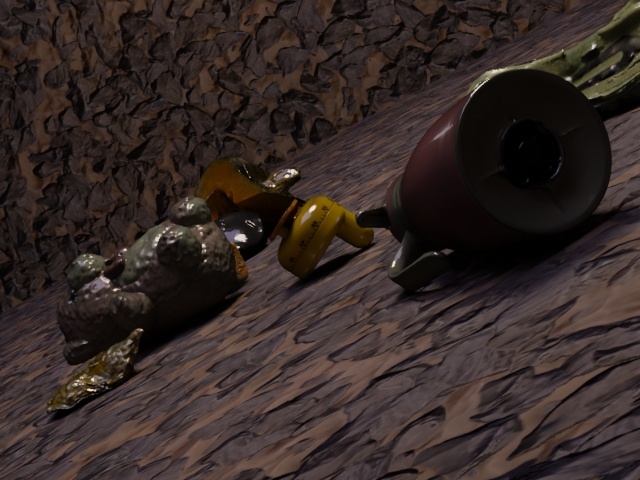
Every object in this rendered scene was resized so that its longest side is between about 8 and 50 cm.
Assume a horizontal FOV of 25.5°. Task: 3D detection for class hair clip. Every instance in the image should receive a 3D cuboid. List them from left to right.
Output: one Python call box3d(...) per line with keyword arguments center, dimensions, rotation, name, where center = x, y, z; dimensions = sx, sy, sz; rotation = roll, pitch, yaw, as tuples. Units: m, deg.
box3d(center=(0.326, -0.194, 1.768), dimensions=(0.091, 0.138, 0.321), rotation=(24, -33, -38), name="hair clip")

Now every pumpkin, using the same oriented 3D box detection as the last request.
box3d(center=(-0.121, -0.089, 2.466), dimensions=(0.248, 0.131, 0.126), rotation=(-16, 59, 43), name="pumpkin")

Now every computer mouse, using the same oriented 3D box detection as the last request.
box3d(center=(-0.152, -0.005, 2.334), dimensions=(0.122, 0.073, 0.217), rotation=(-28, 4, -9), name="computer mouse")

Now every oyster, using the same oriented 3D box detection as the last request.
box3d(center=(-0.282, 0.176, 1.755), dimensions=(0.146, 0.045, 0.121), rotation=(-23, 23, 42), name="oyster")

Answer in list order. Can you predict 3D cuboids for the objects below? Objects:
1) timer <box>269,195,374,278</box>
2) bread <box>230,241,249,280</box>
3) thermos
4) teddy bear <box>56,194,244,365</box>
box3d(center=(0.000, 0.000, 1.743), dimensions=(0.107, 0.109, 0.107), rotation=(-58, 0, 1), name="timer")
box3d(center=(-0.165, 0.049, 2.020), dimensions=(0.132, 0.074, 0.053), rotation=(-21, -1, 36), name="bread")
box3d(center=(0.135, -0.041, 1.309), dimensions=(0.176, 0.146, 0.265), rotation=(-59, 10, -20), name="thermos")
box3d(center=(-0.241, 0.059, 1.926), dimensions=(0.267, 0.151, 0.236), rotation=(-21, 23, 19), name="teddy bear")
